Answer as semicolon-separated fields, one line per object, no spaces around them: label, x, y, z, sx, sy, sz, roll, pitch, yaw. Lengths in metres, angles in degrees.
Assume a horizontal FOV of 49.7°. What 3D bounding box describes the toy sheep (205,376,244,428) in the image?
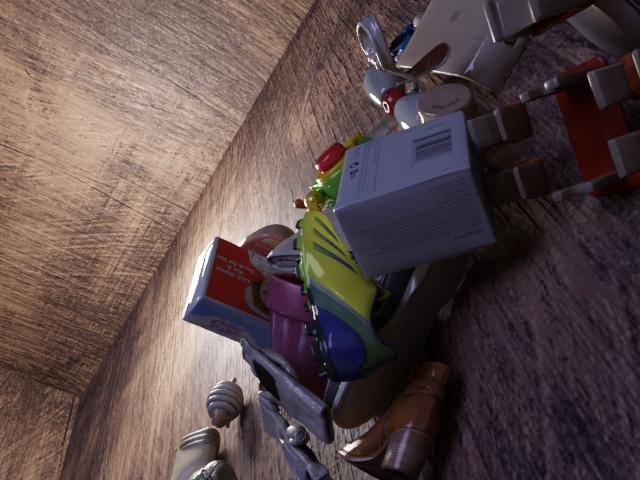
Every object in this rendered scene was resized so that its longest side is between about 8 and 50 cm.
toy sheep;-0.208;0.354;1.518;0.091;0.091;0.132;-49;19;34

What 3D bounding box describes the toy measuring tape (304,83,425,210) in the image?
toy measuring tape;0.093;-0.177;1.346;0.330;0.121;0.121;-45;22;3

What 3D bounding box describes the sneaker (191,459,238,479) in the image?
sneaker;-0.126;0.478;1.142;0.146;0.134;0.343;-54;30;6

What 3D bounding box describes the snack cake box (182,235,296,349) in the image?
snack cake box;-0.109;0.119;1.294;0.089;0.264;0.152;-45;27;42

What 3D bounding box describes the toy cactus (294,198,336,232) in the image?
toy cactus;0.000;0.000;1.436;0.219;0.112;0.180;15;90;59

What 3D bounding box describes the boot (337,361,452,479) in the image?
boot;0.105;0.242;0.932;0.197;0.073;0.152;-27;33;60

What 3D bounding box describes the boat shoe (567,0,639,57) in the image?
boat shoe;0.380;-0.378;0.930;0.158;0.127;0.340;-39;38;15

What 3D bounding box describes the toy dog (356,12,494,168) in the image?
toy dog;0.196;-0.222;1.106;0.220;0.161;0.333;79;167;-59

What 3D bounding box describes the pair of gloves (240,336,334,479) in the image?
pair of gloves;-0.049;0.273;1.033;0.204;0.042;0.240;40;145;41

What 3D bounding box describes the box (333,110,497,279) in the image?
box;0.127;-0.063;0.926;0.182;0.119;0.181;-17;28;18

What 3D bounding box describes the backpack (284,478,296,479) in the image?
backpack;-0.047;0.410;1.004;0.120;0.101;0.097;-105;4;-77

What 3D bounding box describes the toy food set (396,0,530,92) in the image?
toy food set;0.276;-0.382;1.249;0.219;0.092;0.306;-61;29;5

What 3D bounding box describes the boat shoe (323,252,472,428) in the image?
boat shoe;0.095;0.112;0.993;0.097;0.117;0.324;29;88;46

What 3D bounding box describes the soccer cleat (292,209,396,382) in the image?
soccer cleat;0.031;0.066;0.953;0.093;0.121;0.289;78;179;-46

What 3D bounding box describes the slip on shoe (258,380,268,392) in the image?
slip on shoe;-0.103;0.283;1.413;0.135;0.052;0.041;-106;6;-51

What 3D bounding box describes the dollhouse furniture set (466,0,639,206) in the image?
dollhouse furniture set;0.298;-0.178;0.790;0.262;0.135;0.259;-15;93;65

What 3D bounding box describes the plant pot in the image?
plant pot;0.000;0.159;1.120;0.201;0.202;0.180;-164;84;-69

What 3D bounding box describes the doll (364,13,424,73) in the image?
doll;0.181;-0.443;1.582;0.189;0.046;0.129;-38;22;37

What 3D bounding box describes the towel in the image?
towel;0.050;-0.010;1.200;0.187;0.049;0.282;-38;21;-32

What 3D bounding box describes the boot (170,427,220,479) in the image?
boot;-0.305;0.545;1.500;0.262;0.095;0.203;-50;25;29

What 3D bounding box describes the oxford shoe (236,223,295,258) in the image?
oxford shoe;-0.128;0.022;1.586;0.146;0.141;0.397;-66;10;-24
